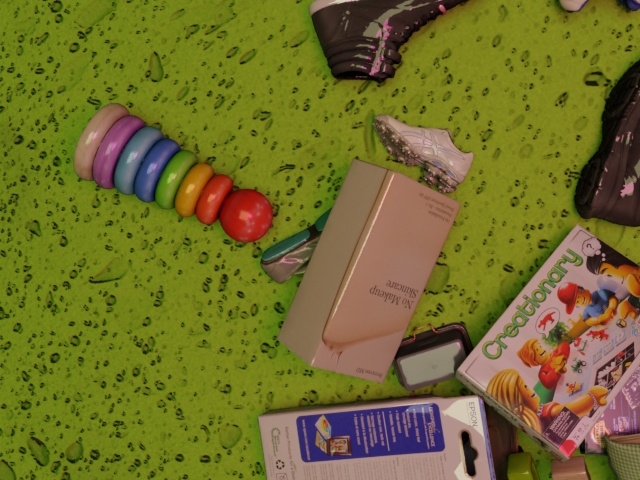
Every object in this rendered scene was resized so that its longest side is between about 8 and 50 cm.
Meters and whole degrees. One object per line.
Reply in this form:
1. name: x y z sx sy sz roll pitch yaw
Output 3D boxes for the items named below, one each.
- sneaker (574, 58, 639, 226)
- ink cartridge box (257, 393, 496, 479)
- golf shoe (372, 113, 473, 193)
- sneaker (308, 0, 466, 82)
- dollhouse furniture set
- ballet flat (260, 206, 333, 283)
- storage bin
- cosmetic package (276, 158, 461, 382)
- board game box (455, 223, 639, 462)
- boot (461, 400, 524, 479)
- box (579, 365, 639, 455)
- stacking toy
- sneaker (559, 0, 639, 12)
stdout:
1. sneaker: 0.497 -0.155 1.098 0.130 0.109 0.287 18 100 -2
2. ink cartridge box: 0.088 0.345 1.140 0.370 0.069 0.176 -10 86 19
3. golf shoe: 0.168 -0.157 1.162 0.176 0.069 0.086 40 76 3
4. sneaker: 0.135 -0.334 1.140 0.295 0.104 0.147 -9 91 14
5. dollhouse furniture set: 0.434 0.395 1.001 0.301 0.151 0.198 -15 112 21
6. ballet flat: 0.000 0.000 1.185 0.213 0.072 0.068 -32 114 8
7. storage bin: 0.178 0.185 1.141 0.135 0.091 0.098 -19 88 7
8. cosmetic package: 0.074 0.048 1.108 0.160 0.113 0.310 19 95 -36
9. board game box: 0.371 0.145 1.063 0.193 0.053 0.305 37 75 20
10. boot: 0.259 0.306 1.136 0.106 0.082 0.219 -17 90 5
11. box: 0.485 0.218 1.093 0.175 0.051 0.220 -1 77 8
12. stacking toy: -0.232 -0.093 1.186 0.330 0.141 0.141 28 94 1
13. sneaker: 0.505 -0.424 1.095 0.296 0.112 0.131 -6 107 10
